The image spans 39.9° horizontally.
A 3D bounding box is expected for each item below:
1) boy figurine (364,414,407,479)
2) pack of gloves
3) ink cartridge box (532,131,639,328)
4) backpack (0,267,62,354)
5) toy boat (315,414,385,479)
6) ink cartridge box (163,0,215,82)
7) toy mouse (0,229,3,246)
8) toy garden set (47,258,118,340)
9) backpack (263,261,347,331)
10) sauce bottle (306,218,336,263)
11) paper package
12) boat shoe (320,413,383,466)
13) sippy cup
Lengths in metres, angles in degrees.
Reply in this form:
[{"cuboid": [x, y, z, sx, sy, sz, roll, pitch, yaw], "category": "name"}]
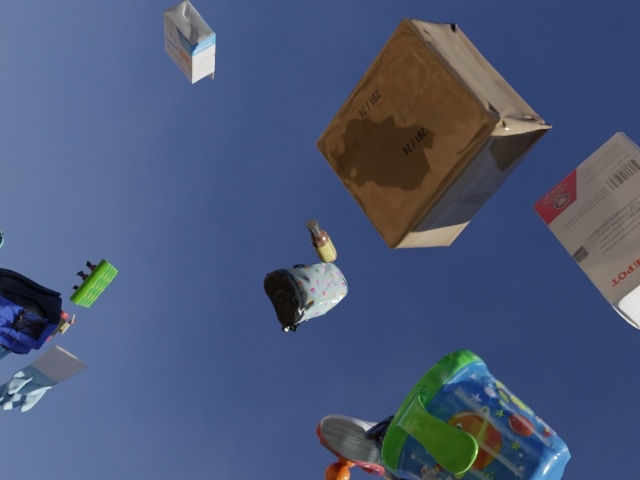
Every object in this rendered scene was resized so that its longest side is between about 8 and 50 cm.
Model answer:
[{"cuboid": [0.183, 0.468, 1.621, 0.177, 0.092, 0.285, -18, -82, 61], "category": "boy figurine"}, {"cuboid": [-0.573, 0.238, 1.615, 0.195, 0.232, 0.046, 32, -68, 8], "category": "pack of gloves"}, {"cuboid": [0.529, -0.019, 1.509, 0.207, 0.117, 0.283, -42, -140, 15], "category": "ink cartridge box"}, {"cuboid": [-0.463, 0.107, 1.320, 0.101, 0.120, 0.098, -50, -154, 7], "category": "backpack"}, {"cuboid": [0.064, 0.513, 2.076, 0.151, 0.231, 0.151, 30, -93, 37], "category": "toy boat"}, {"cuboid": [-0.278, -0.410, 1.873, 0.104, 0.061, 0.181, 52, -19, 12], "category": "ink cartridge box"}, {"cuboid": [-0.720, 0.019, 1.876, 0.143, 0.031, 0.161, 20, -114, 37], "category": "toy mouse"}, {"cuboid": [-0.531, 0.124, 1.918, 0.204, 0.049, 0.244, -51, -177, -11], "category": "toy garden set"}, {"cuboid": [-0.027, 0.122, 2.064, 0.115, 0.182, 0.152, -32, -106, 44], "category": "backpack"}, {"cuboid": [0.000, 0.000, 1.915, 0.042, 0.042, 0.128, 53, -7, 41], "category": "sauce bottle"}, {"cuboid": [0.193, -0.192, 1.608, 0.325, 0.168, 0.309, -54, -124, 33], "category": "paper package"}, {"cuboid": [0.104, 0.417, 1.821, 0.083, 0.226, 0.076, -61, -177, 14], "category": "boat shoe"}, {"cuboid": [0.252, 0.324, 1.369, 0.224, 0.305, 0.240, 34, -51, 29], "category": "sippy cup"}]
